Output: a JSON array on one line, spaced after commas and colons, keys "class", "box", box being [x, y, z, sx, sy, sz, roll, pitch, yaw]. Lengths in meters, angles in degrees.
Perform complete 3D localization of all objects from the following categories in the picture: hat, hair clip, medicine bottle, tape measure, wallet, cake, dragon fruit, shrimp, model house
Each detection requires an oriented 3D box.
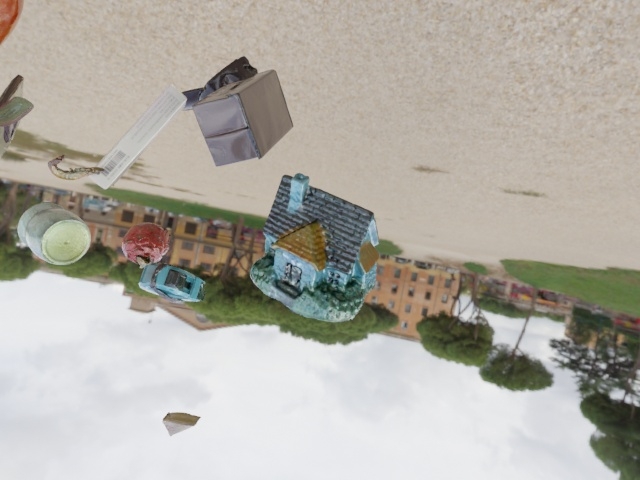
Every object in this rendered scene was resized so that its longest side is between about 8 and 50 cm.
[{"class": "hat", "box": [-0.322, -0.465, 1.657, 0.336, 0.209, 0.238, -19, -166, 31]}, {"class": "hair clip", "box": [-0.738, -0.301, 1.129, 0.054, 0.022, 0.137, 26, -142, -7]}, {"class": "medicine bottle", "box": [-0.738, -0.020, 1.332, 0.143, 0.147, 0.147, 26, -172, 33]}, {"class": "tape measure", "box": [-0.358, 0.101, 1.133, 0.125, 0.080, 0.146, 6, 160, 26]}, {"class": "wallet", "box": [-1.070, -0.374, 1.593, 0.068, 0.335, 0.275, 26, 145, -24]}, {"class": "cake", "box": [-0.406, 0.549, 1.435, 0.121, 0.065, 0.052, -7, -166, 26]}, {"class": "dragon fruit", "box": [-0.689, 0.014, 1.892, 0.172, 0.172, 0.209, 11, -148, 5]}, {"class": "shrimp", "box": [-0.617, -0.183, 1.209, 0.127, 0.025, 0.091, -5, 152, -11]}, {"class": "model house", "box": [0.000, 0.000, 1.037, 0.261, 0.241, 0.226, 24, -140, 21]}]

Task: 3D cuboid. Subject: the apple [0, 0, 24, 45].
[{"class": "apple", "box": [-0.615, -0.425, 0.751, 0.252, 0.271, 0.206, 7, -174, -15]}]

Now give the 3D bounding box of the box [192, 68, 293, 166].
[{"class": "box", "box": [-0.204, -0.334, 1.307, 0.153, 0.188, 0.252, -6, -148, 21]}]

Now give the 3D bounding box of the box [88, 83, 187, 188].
[{"class": "box", "box": [-0.528, -0.302, 1.404, 0.065, 0.343, 0.200, 42, 177, -20]}]
